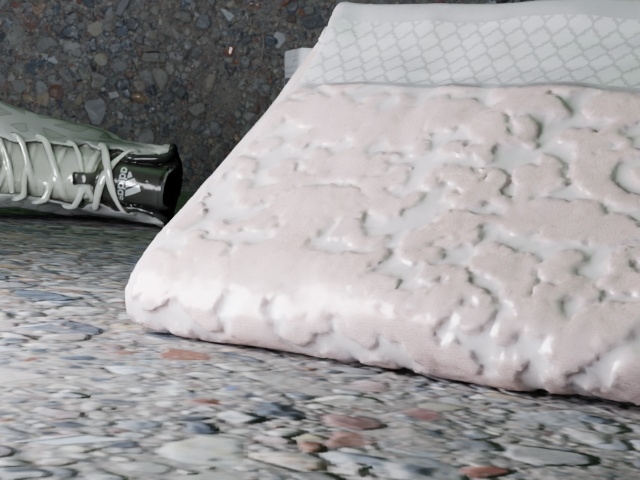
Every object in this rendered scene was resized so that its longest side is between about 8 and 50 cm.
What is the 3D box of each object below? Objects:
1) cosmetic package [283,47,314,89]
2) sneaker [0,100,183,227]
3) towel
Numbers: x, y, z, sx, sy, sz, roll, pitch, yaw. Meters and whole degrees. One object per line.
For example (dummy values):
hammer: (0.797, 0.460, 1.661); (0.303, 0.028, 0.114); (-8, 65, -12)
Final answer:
cosmetic package: (0.070, -0.087, 1.491); (0.224, 0.225, 0.138); (3, 6, -9)
sneaker: (-0.334, -0.106, 1.744); (0.257, 0.169, 0.447); (4, 1, 30)
towel: (0.088, -0.046, 0.834); (0.332, 0.053, 0.317); (6, 46, 31)
